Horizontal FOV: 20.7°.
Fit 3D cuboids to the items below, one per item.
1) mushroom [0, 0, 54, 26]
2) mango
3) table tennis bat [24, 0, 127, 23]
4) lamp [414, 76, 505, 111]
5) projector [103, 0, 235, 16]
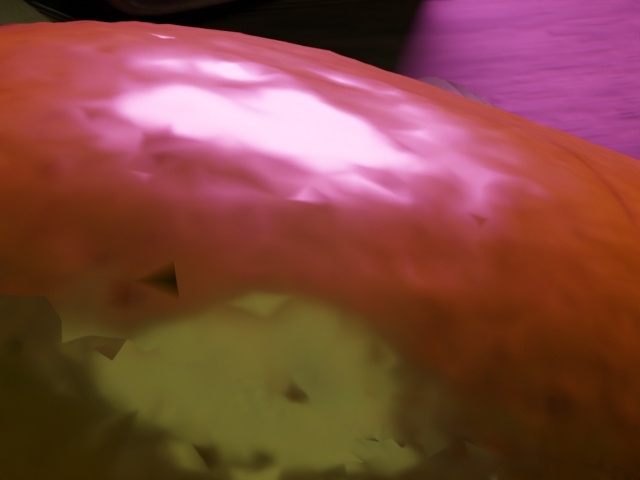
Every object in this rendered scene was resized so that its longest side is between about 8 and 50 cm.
[{"bbox_3d":[-0.189,-0.092,0.693,0.225,0.093,0.116,36,34,31],"label":"mushroom"},{"bbox_3d":[0.039,0.067,0.473,0.445,0.221,0.301,9,5,-10],"label":"mango"},{"bbox_3d":[-0.147,-0.113,0.777,0.158,0.014,0.095,24,42,9],"label":"table tennis bat"},{"bbox_3d":[0.000,0.000,0.655,0.193,0.106,0.106,-13,50,-17],"label":"lamp"},{"bbox_3d":[-0.063,-0.280,0.800,0.248,0.248,0.249,-20,54,-41],"label":"projector"}]
